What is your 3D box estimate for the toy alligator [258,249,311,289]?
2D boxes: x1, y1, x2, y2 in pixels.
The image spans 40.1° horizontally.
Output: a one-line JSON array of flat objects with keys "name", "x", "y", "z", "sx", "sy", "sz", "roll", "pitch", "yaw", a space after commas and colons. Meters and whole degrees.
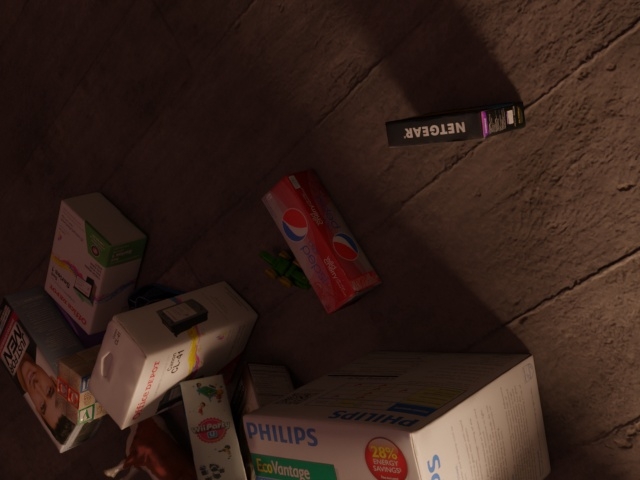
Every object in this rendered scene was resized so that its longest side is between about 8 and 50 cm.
[{"name": "toy alligator", "x": -0.047, "y": 0.074, "z": 1.743, "sx": 0.189, "sy": 0.056, "sz": 0.051, "roll": 29, "pitch": 162, "yaw": 30}]

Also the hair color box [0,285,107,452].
[{"name": "hair color box", "x": -0.677, "y": 0.319, "z": 2.195, "sx": 0.374, "sy": 0.113, "sz": 0.185, "roll": 49, "pitch": 129, "yaw": 18}]

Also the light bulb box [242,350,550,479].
[{"name": "light bulb box", "x": 0.131, "y": 0.340, "z": 1.453, "sx": 0.357, "sy": 0.361, "sz": 0.225, "roll": -6, "pitch": 99, "yaw": 42}]

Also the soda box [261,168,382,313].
[{"name": "soda box", "x": 0.000, "y": 0.000, "z": 1.656, "sx": 0.092, "sy": 0.083, "sz": 0.263, "roll": -40, "pitch": 75, "yaw": 40}]

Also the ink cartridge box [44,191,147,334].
[{"name": "ink cartridge box", "x": -0.549, "y": 0.057, "z": 2.125, "sx": 0.201, "sy": 0.117, "sz": 0.278, "roll": 39, "pitch": 125, "yaw": 26}]

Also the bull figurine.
[{"name": "bull figurine", "x": -0.394, "y": 0.537, "z": 2.104, "sx": 0.310, "sy": 0.101, "sz": 0.188, "roll": 42, "pitch": 81, "yaw": 16}]

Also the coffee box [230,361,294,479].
[{"name": "coffee box", "x": -0.103, "y": 0.381, "z": 1.771, "sx": 0.246, "sy": 0.098, "sz": 0.141, "roll": -115, "pitch": 39, "yaw": -52}]

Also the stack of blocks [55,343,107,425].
[{"name": "stack of blocks", "x": -0.452, "y": 0.315, "z": 1.995, "sx": 0.087, "sy": 0.297, "sz": 0.171, "roll": 26, "pitch": 117, "yaw": 33}]

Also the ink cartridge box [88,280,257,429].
[{"name": "ink cartridge box", "x": -0.305, "y": 0.235, "z": 1.838, "sx": 0.131, "sy": 0.306, "sz": 0.226, "roll": 42, "pitch": 126, "yaw": 25}]

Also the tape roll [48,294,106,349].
[{"name": "tape roll", "x": -0.671, "y": 0.271, "z": 2.313, "sx": 0.274, "sy": 0.090, "sz": 0.275, "roll": 14, "pitch": 112, "yaw": 37}]

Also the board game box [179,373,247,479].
[{"name": "board game box", "x": -0.205, "y": 0.460, "z": 1.763, "sx": 0.303, "sy": 0.097, "sz": 0.224, "roll": -111, "pitch": 15, "yaw": -45}]

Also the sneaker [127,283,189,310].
[{"name": "sneaker", "x": -0.386, "y": 0.151, "z": 2.029, "sx": 0.232, "sy": 0.090, "sz": 0.081, "roll": -1, "pitch": 102, "yaw": 41}]

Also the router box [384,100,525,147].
[{"name": "router box", "x": 0.213, "y": -0.183, "z": 1.384, "sx": 0.178, "sy": 0.133, "sz": 0.046, "roll": -1, "pitch": 102, "yaw": 41}]
